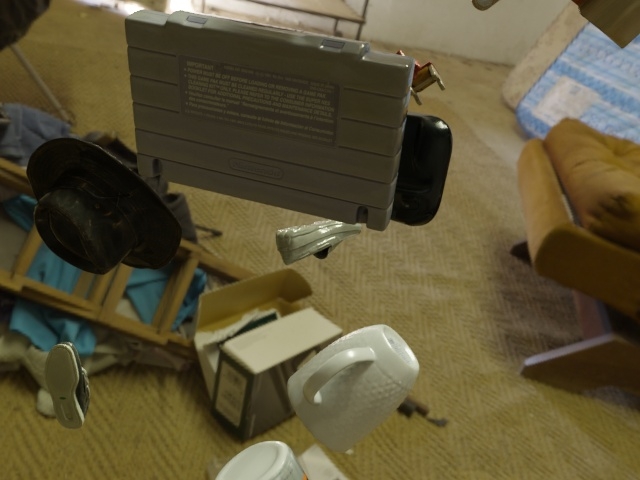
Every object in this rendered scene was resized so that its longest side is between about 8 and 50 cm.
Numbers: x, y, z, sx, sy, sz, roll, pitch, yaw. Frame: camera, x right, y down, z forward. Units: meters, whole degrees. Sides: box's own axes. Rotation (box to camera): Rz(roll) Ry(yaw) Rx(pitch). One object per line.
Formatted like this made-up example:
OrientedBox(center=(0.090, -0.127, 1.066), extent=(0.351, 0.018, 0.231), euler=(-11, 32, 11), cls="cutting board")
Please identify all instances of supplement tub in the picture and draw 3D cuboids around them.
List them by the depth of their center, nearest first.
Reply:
OrientedBox(center=(-0.084, 0.618, 1.467), extent=(0.194, 0.315, 0.193), euler=(-26, 14, 7), cls="supplement tub")

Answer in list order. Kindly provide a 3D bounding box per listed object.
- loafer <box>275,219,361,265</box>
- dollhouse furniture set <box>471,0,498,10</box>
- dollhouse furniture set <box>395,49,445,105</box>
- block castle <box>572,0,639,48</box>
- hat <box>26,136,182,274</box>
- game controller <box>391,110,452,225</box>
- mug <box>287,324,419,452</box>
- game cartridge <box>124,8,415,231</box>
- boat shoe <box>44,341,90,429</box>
OrientedBox(center=(0.000, 0.000, 2.009), extent=(0.320, 0.111, 0.112), euler=(-13, 9, -39), cls="loafer")
OrientedBox(center=(0.295, -0.513, 1.157), extent=(0.303, 0.174, 0.355), euler=(47, 17, -21), cls="dollhouse furniture set")
OrientedBox(center=(0.166, -0.474, 2.083), extent=(0.201, 0.374, 0.152), euler=(39, 28, -46), cls="dollhouse furniture set")
OrientedBox(center=(0.208, -0.407, 0.611), extent=(0.453, 0.213, 0.303), euler=(45, 30, 3), cls="block castle")
OrientedBox(center=(-0.436, -0.026, 1.270), extent=(0.332, 0.331, 0.133), euler=(20, 47, 3), cls="hat")
OrientedBox(center=(0.070, -0.132, 1.067), extent=(0.067, 0.166, 0.319), euler=(14, 5, -45), cls="game controller")
OrientedBox(center=(0.090, 0.400, 1.923), extent=(0.276, 0.328, 0.374), euler=(56, 15, 29), cls="mug")
OrientedBox(center=(-0.070, -0.155, 0.843), extent=(0.355, 0.230, 0.068), euler=(14, 31, 12), cls="game cartridge")
OrientedBox(center=(-0.580, 0.325, 1.552), extent=(0.084, 0.232, 0.079), euler=(7, 28, 8), cls="boat shoe")
